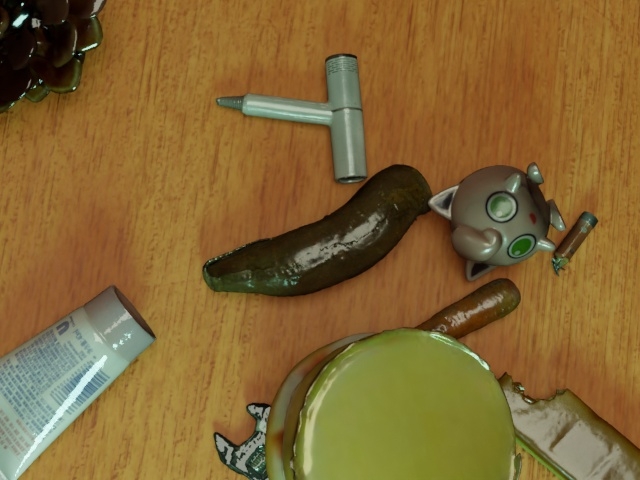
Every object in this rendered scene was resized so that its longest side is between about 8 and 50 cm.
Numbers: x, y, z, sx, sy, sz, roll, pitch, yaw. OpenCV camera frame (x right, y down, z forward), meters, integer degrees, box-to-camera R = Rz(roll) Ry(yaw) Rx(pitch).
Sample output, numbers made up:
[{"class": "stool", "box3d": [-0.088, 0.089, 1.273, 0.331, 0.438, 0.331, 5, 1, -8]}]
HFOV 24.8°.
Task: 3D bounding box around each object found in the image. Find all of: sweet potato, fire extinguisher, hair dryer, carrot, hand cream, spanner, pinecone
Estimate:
[{"class": "sweet potato", "box3d": [0.002, 0.004, 1.707, 0.286, 0.085, 0.112, -26, 47, 1]}, {"class": "fire extinguisher", "box3d": [0.305, 0.004, 1.758, 0.028, 0.022, 0.083, 44, 76, -27]}, {"class": "hair dryer", "box3d": [-0.039, -0.141, 1.751, 0.183, 0.044, 0.154, -5, 78, -1]}, {"class": "carrot", "box3d": [0.150, 0.102, 1.713, 0.191, 0.047, 0.047, -29, 82, -8]}, {"class": "hand cream", "box3d": [-0.303, 0.160, 1.648, 0.248, 0.083, 0.133, -37, 83, 0]}, {"class": "spanner", "box3d": [-0.026, 0.335, 1.659, 0.087, 0.024, 0.315, -25, 83, -8]}, {"class": "pinecone", "box3d": [-0.389, -0.267, 1.640, 0.264, 0.264, 0.264, 1, 78, -5]}]

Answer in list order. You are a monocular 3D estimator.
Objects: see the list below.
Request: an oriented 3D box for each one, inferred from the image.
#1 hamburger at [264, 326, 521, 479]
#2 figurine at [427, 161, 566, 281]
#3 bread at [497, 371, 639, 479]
[{"class": "hamburger", "box3d": [0.073, 0.250, 1.599, 0.261, 0.186, 0.302, -15, 84, -19]}, {"class": "figurine", "box3d": [0.209, -0.026, 1.704, 0.138, 0.125, 0.125, -25, 82, 2]}, {"class": "bread", "box3d": [0.291, 0.234, 1.695, 0.226, 0.049, 0.088, 42, 78, 5]}]
